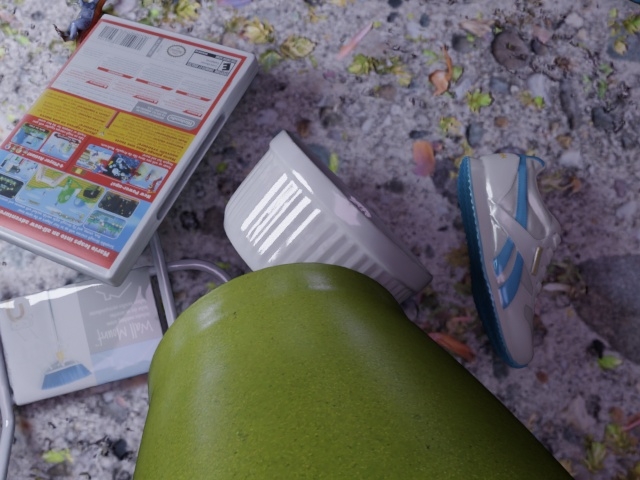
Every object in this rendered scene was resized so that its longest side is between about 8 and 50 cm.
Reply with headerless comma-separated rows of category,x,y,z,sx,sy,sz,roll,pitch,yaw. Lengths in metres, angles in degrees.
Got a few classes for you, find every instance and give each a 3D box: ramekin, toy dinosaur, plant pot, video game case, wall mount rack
ramekin,0.000,0.000,0.716,0.109,0.207,0.207,-45,85,6
toy dinosaur,-0.267,-0.260,0.839,0.082,0.047,0.090,-33,117,-10
plant pot,0.013,0.207,0.522,0.367,0.366,0.353,-24,40,-1
video game case,-0.216,-0.107,0.749,0.204,0.025,0.285,20,65,19
wall mount rack,-0.248,0.146,0.740,0.350,0.130,0.303,-14,84,1

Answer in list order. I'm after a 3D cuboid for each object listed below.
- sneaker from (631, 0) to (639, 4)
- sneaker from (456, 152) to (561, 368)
sneaker,0.463,-0.342,0.793,0.341,0.125,0.139,-2,57,4
sneaker,0.205,0.019,0.762,0.092,0.087,0.228,-6,86,-1
